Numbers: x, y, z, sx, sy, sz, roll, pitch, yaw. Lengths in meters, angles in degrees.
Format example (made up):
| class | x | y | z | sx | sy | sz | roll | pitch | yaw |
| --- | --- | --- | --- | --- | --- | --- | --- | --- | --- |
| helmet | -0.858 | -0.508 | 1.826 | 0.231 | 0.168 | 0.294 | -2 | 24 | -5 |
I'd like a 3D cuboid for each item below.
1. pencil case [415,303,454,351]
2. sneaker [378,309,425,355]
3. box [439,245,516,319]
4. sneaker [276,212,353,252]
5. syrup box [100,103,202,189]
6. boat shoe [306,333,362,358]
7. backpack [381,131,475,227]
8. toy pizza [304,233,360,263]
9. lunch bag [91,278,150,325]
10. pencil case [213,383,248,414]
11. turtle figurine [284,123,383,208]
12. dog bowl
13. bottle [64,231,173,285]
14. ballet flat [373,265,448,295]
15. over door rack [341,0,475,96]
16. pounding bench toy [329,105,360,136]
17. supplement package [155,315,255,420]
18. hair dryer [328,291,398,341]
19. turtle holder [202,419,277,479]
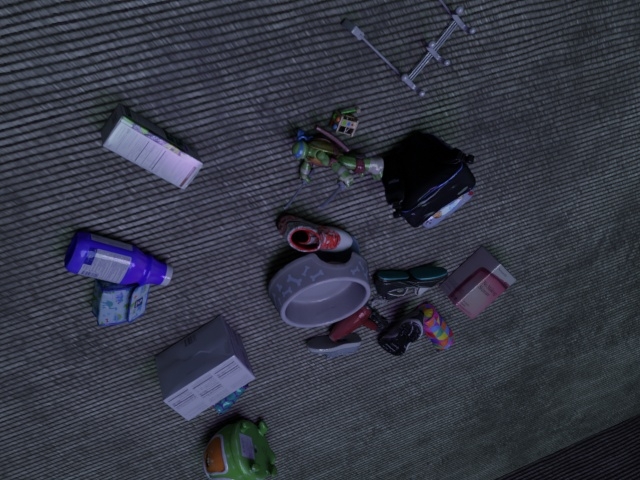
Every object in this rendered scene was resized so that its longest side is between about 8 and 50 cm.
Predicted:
| class | x | y | z | sx | sy | sz | roll | pitch | yaw |
| --- | --- | --- | --- | --- | --- | --- | --- | --- | --- |
| pencil case | 0.452 | 0.348 | 2.247 | 0.104 | 0.104 | 0.236 | -35 | 130 | 2 |
| sneaker | 0.320 | 0.357 | 2.164 | 0.100 | 0.108 | 0.271 | 39 | 137 | 0 |
| box | 0.604 | 0.165 | 2.166 | 0.232 | 0.126 | 0.149 | -45 | 129 | 11 |
| sneaker | -0.001 | 0.001 | 1.738 | 0.270 | 0.145 | 0.090 | 19 | 105 | -25 |
| syrup box | -0.427 | -0.236 | 1.435 | 0.237 | 0.093 | 0.096 | 29 | 107 | -37 |
| boat shoe | 0.050 | 0.407 | 2.116 | 0.228 | 0.079 | 0.081 | -2 | 119 | -27 |
| backpack | 0.315 | -0.190 | 1.698 | 0.277 | 0.263 | 0.213 | -34 | 137 | 10 |
| toy pizza | 0.036 | 0.054 | 1.888 | 0.202 | 0.032 | 0.201 | -10 | 122 | -16 |
| lunch bag | -0.583 | 0.174 | 1.659 | 0.151 | 0.096 | 0.128 | -4 | 123 | -39 |
| pencil case | -0.333 | 0.565 | 2.062 | 0.151 | 0.064 | 0.070 | -50 | 144 | 13 |
| turtle figurine | 0.034 | -0.181 | 1.622 | 0.267 | 0.274 | 0.198 | -1 | 160 | -30 |
| dog bowl | 0.007 | 0.170 | 1.851 | 0.349 | 0.102 | 0.348 | -13 | 147 | -8 |
| bottle | -0.561 | 0.064 | 1.586 | 0.283 | 0.092 | 0.118 | 19 | 117 | -33 |
| ballet flat | 0.325 | 0.151 | 2.053 | 0.281 | 0.095 | 0.096 | -3 | 119 | -12 |
| over door rack | 0.250 | -0.563 | 1.504 | 0.324 | 0.108 | 0.239 | 30 | 107 | -37 |
| pounding bench toy | 0.070 | -0.349 | 1.607 | 0.065 | 0.052 | 0.083 | 9 | 119 | -29 |
| supplement package | -0.380 | 0.415 | 1.844 | 0.262 | 0.204 | 0.145 | -32 | 129 | -1 |
| hair dryer | 0.170 | 0.308 | 2.100 | 0.294 | 0.080 | 0.223 | -16 | 129 | -14 |
| turtle holder | -0.308 | 0.825 | 2.179 | 0.228 | 0.243 | 0.320 | -26 | 171 | 14 |
